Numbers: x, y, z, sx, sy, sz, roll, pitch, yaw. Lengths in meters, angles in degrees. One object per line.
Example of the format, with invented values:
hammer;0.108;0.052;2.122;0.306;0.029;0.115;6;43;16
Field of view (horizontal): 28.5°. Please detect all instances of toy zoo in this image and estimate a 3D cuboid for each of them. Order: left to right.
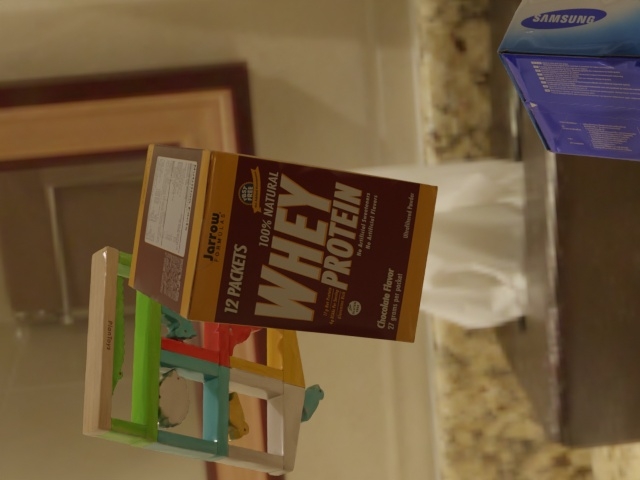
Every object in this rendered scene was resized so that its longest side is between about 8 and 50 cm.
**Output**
toy zoo;-0.112;0.134;1.314;0.030;0.293;0.192;-25;56;41

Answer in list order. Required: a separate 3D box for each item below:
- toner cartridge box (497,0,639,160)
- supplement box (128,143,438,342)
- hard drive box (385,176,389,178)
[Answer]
toner cartridge box;0.356;-0.143;1.171;0.075;0.348;0.165;-63;-38;-24
supplement box;-0.037;-0.002;1.044;0.194;0.191;0.129;-164;82;-68
hard drive box;0.000;0.000;1.678;0.181;0.232;0.089;30;-138;-82
